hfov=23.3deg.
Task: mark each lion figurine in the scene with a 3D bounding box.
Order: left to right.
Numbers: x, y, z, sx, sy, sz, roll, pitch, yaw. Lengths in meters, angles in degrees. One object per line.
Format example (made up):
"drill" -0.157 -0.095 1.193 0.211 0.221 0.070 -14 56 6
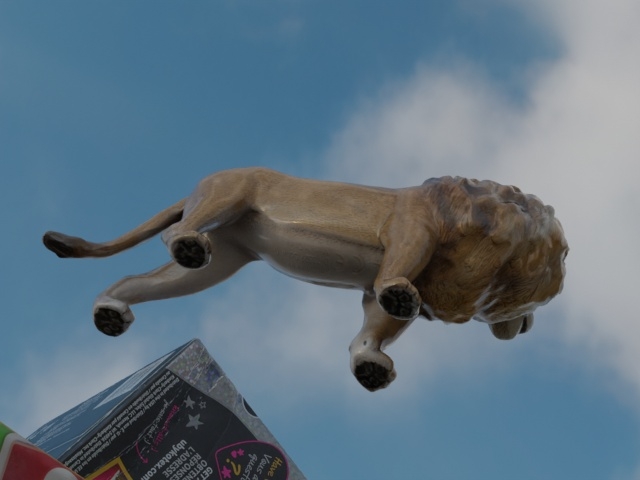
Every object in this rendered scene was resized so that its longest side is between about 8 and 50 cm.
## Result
"lion figurine" 0.000 0.000 1.256 0.392 0.240 0.142 17 -56 10

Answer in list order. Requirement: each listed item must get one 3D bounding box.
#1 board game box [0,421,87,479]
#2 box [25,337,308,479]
"board game box" -0.224 0.123 0.775 0.259 0.124 0.039 35 -27 -8
"box" -0.146 0.193 1.056 0.142 0.163 0.247 53 -39 -6
